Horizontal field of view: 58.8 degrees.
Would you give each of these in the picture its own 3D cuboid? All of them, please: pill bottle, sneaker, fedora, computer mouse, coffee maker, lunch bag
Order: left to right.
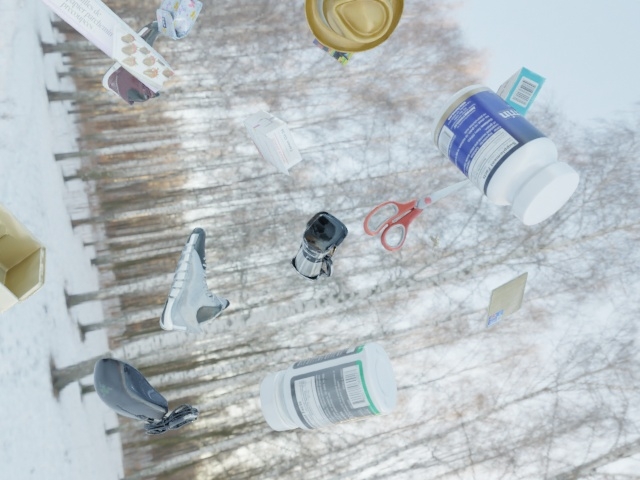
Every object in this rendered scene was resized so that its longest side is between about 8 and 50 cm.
[{"bbox_3d":[-0.445,0.392,1.375,0.272,0.188,0.072,50,32,-24],"label":"computer mouse"},{"bbox_3d":[-0.552,-0.545,1.806,0.162,0.281,0.106,44,24,-11],"label":"sneaker"},{"bbox_3d":[-0.272,-0.426,1.071,0.071,0.053,0.083,37,-77,42],"label":"lunch bag"},{"bbox_3d":[-0.252,0.094,1.227,0.086,0.132,0.229,156,-49,-73],"label":"sneaker"},{"bbox_3d":[0.000,0.000,1.560,0.178,0.120,0.171,115,-9,-58],"label":"coffee maker"},{"bbox_3d":[0.021,0.431,1.641,0.204,0.361,0.204,49,31,-44],"label":"pill bottle"},{"bbox_3d":[0.068,-0.419,1.036,0.079,0.194,0.194,-108,-162,-49],"label":"fedora"},{"bbox_3d":[0.344,-0.162,1.074,0.265,0.153,0.153,54,-29,31],"label":"pill bottle"}]

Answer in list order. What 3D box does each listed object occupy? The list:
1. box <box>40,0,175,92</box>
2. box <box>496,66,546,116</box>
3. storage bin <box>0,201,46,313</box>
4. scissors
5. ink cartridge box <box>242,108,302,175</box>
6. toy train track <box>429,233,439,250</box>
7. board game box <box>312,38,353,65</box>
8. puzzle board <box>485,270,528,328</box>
[{"bbox_3d":[-0.401,-0.395,1.072,0.067,0.063,0.324,50,6,24],"label":"box"},{"bbox_3d":[0.453,-0.332,1.352,0.100,0.060,0.244,-62,177,8],"label":"box"},{"bbox_3d":[-0.784,0.005,1.326,0.262,0.123,0.260,58,-9,-31],"label":"storage bin"},{"bbox_3d":[0.229,-0.093,1.321,0.109,0.297,0.021,50,-11,-4],"label":"scissors"},{"bbox_3d":[-0.116,-0.252,1.457,0.198,0.067,0.115,42,-18,53],"label":"ink cartridge box"},{"bbox_3d":[0.308,0.001,1.518,0.083,0.014,0.048,-102,-154,-73],"label":"toy train track"},{"bbox_3d":[0.068,-0.530,1.395,0.170,0.048,0.141,-53,-143,13],"label":"board game box"},{"bbox_3d":[0.397,0.126,1.217,0.011,0.128,0.096,31,-51,43],"label":"puzzle board"}]
